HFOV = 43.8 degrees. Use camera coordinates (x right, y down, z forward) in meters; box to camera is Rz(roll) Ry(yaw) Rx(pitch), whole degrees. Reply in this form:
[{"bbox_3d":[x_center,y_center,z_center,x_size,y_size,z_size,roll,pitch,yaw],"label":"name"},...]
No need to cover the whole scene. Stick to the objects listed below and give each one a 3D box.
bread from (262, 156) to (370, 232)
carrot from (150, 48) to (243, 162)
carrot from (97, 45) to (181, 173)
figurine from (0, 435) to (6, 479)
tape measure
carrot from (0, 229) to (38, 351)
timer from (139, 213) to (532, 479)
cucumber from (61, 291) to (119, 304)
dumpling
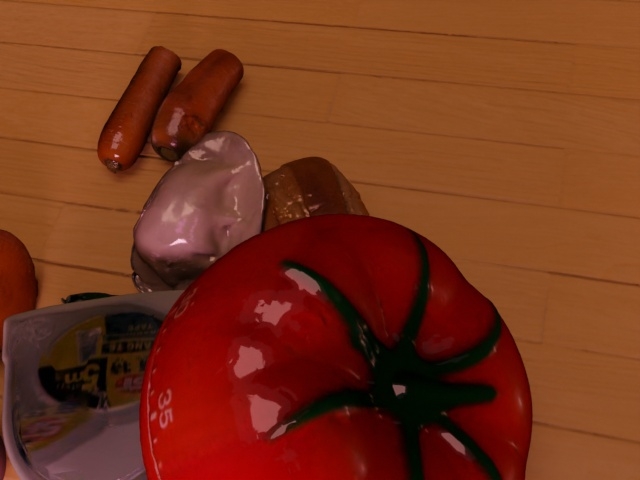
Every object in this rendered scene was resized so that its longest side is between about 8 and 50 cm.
[{"bbox_3d":[0.000,0.000,1.018,0.139,0.106,0.236,-21,58,-7],"label":"bread"},{"bbox_3d":[-0.187,-0.205,1.189,0.087,0.087,0.194,14,62,17],"label":"carrot"},{"bbox_3d":[-0.277,-0.197,1.210,0.067,0.067,0.225,10,59,15],"label":"carrot"},{"bbox_3d":[-0.467,0.301,0.875,0.186,0.176,0.288,19,76,-9],"label":"figurine"},{"bbox_3d":[-0.232,0.188,0.922,0.259,0.138,0.262,-10,58,4],"label":"tape measure"},{"bbox_3d":[-0.506,0.082,1.042,0.224,0.159,0.159,-11,56,18],"label":"carrot"},{"bbox_3d":[0.014,0.168,0.769,0.377,0.279,0.378,18,56,-29],"label":"timer"},{"bbox_3d":[-0.275,0.089,1.047,0.155,0.037,0.037,4,59,12],"label":"cucumber"},{"bbox_3d":[-0.150,-0.018,1.023,0.172,0.142,0.247,31,101,20],"label":"dumpling"}]
